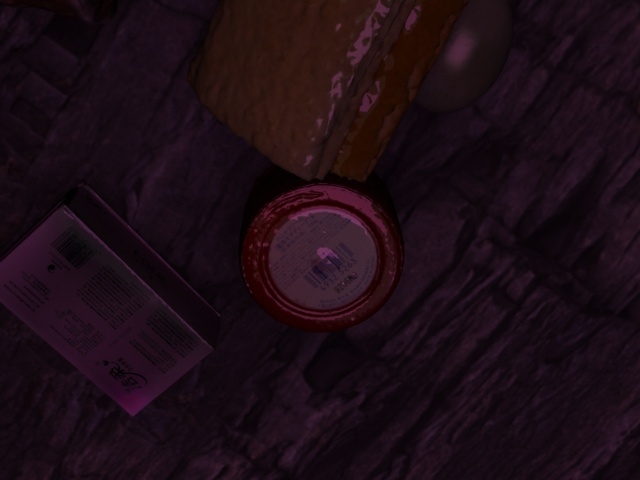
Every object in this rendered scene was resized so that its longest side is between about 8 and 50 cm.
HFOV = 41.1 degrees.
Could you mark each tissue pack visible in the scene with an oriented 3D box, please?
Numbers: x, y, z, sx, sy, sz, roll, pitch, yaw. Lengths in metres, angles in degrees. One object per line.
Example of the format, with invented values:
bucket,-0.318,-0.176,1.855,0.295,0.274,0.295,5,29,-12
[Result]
tissue pack,-0.258,0.072,1.023,0.148,0.092,0.246,-39,108,12

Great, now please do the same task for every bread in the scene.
bread,0.025,-0.267,0.832,0.236,0.165,0.375,43,114,30

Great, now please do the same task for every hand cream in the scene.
hand cream,0.000,0.000,0.987,0.193,0.125,0.193,0,112,0

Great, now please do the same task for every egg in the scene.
egg,0.144,-0.209,0.908,0.114,0.114,0.152,26,110,-12

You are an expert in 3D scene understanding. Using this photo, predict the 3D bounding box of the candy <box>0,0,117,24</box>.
candy,-0.243,-0.351,0.781,0.157,0.214,0.290,8,112,1
